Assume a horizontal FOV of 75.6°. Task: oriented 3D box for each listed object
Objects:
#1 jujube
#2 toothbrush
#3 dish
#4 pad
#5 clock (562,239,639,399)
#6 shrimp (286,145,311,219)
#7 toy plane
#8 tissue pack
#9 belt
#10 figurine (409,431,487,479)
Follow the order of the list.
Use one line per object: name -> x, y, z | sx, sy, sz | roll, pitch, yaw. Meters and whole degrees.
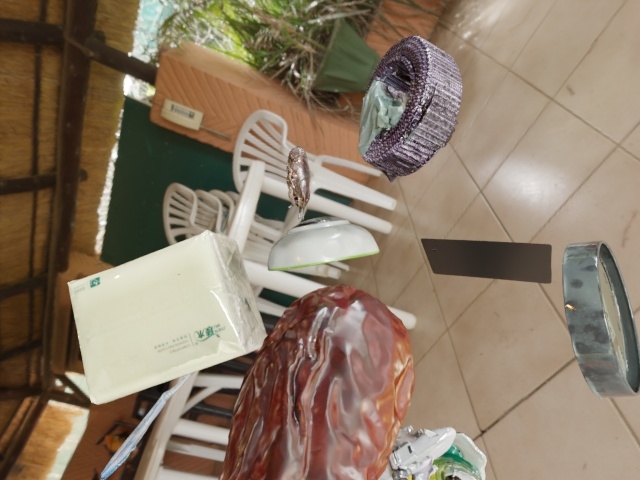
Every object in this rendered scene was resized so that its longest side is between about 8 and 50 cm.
jujube -> -0.001, 0.213, 0.497 | 0.216, 0.216, 0.342 | -58, 1, 41
toothbrush -> -0.487, 0.504, 1.217 | 0.413, 0.042, 0.035 | -55, -35, -48
dish -> 0.000, 0.000, 1.180 | 0.324, 0.323, 0.124 | 169, 92, -74
pad -> 0.370, 0.043, 0.929 | 0.264, 0.160, 0.009 | 3, 57, 30
clock -> 0.695, 0.186, 1.011 | 0.076, 0.386, 0.387 | -15, 52, 42
shrimp -> -0.057, -0.147, 1.067 | 0.073, 0.074, 0.191 | 1, 100, 61
toy plane -> 0.149, 0.357, 0.674 | 0.171, 0.065, 0.162 | -51, 24, 17
tissue pack -> -0.355, 0.175, 0.983 | 0.207, 0.380, 0.297 | 39, -150, -79
belt -> 0.180, -0.296, 0.905 | 0.260, 0.122, 0.325 | -51, 32, 42
figurine -> 0.369, 0.740, 1.190 | 0.231, 0.324, 0.340 | -47, -12, 27
